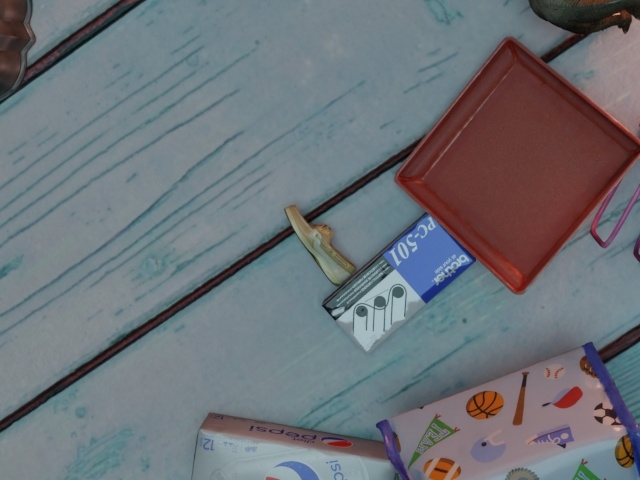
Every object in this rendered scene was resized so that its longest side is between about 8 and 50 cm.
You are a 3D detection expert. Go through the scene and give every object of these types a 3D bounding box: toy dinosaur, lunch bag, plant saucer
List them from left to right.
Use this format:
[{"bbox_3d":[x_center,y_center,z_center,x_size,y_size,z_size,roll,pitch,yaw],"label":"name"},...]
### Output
[{"bbox_3d":[0.269,-0.100,1.845,0.258,0.047,0.259,45,103,26],"label":"plant saucer"},{"bbox_3d":[0.295,0.386,1.846,0.327,0.239,0.385,-19,125,4],"label":"lunch bag"},{"bbox_3d":[0.332,-0.316,1.788,0.160,0.313,0.121,-1,125,-18],"label":"toy dinosaur"}]

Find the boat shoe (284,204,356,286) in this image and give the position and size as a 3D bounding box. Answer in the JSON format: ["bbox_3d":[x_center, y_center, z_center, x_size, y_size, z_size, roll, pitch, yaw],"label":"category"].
[{"bbox_3d":[0.000,0.000,1.929,0.045,0.050,0.135,-35,103,4],"label":"boat shoe"}]

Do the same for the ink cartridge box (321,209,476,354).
[{"bbox_3d":[0.110,0.057,1.926,0.207,0.046,0.097,-42,93,8],"label":"ink cartridge box"}]

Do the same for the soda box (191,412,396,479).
[{"bbox_3d":[-0.035,0.321,1.943,0.286,0.098,0.091,9,98,3],"label":"soda box"}]

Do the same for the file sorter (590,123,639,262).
[{"bbox_3d":[0.528,-0.014,1.810,0.290,0.202,0.182,27,101,1],"label":"file sorter"}]

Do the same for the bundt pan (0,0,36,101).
[{"bbox_3d":[-0.573,-0.302,1.898,0.330,0.124,0.331,0,97,4],"label":"bundt pan"}]
